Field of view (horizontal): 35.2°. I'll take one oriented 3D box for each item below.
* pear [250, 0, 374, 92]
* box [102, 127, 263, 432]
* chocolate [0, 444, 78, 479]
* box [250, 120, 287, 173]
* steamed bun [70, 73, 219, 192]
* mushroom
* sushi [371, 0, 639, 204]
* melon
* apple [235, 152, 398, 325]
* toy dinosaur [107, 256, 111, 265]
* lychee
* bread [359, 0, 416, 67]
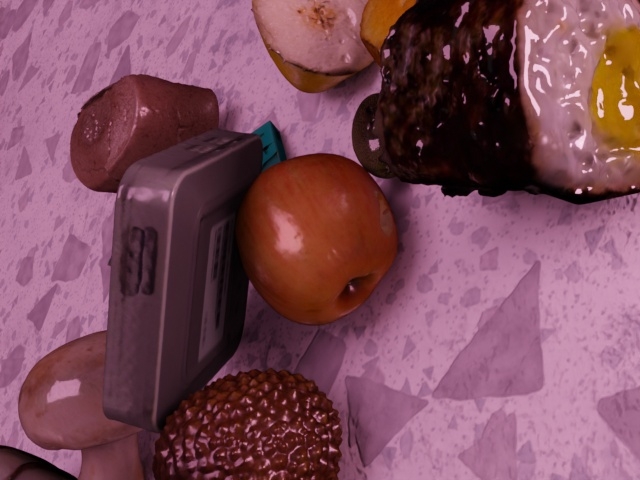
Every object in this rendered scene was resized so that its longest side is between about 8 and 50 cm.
[{"bbox_3d":[-0.019,-0.363,1.784,0.178,0.267,0.266,128,150,-61],"label":"pear"},{"bbox_3d":[-0.197,0.046,1.547,0.396,0.111,0.395,-45,-35,-67],"label":"box"},{"bbox_3d":[-0.547,0.505,1.899,0.284,0.283,0.186,-2,47,52],"label":"chocolate"},{"bbox_3d":[-0.132,-0.109,1.816,0.161,0.042,0.226,-34,34,12],"label":"box"},{"bbox_3d":[-0.351,-0.187,2.034,0.301,0.252,0.199,-32,56,44],"label":"steamed bun"},{"bbox_3d":[-0.376,0.309,1.807,0.297,0.298,0.290,-7,102,50],"label":"mushroom"},{"bbox_3d":[0.248,-0.194,1.241,0.294,0.281,0.299,4,80,59],"label":"sushi"},{"bbox_3d":[0.097,-0.166,1.572,0.099,0.099,0.162,-40,37,31],"label":"melon"},{"bbox_3d":[0.000,0.000,1.508,0.242,0.242,0.241,-48,51,23],"label":"apple"},{"bbox_3d":[-0.354,0.027,2.056,0.363,0.076,0.147,-32,40,43],"label":"toy dinosaur"},{"bbox_3d":[-0.095,0.301,1.427,0.267,0.267,0.267,-29,49,40],"label":"lychee"},{"bbox_3d":[0.180,-0.331,1.526,0.268,0.146,0.268,-29,47,36],"label":"bread"}]
